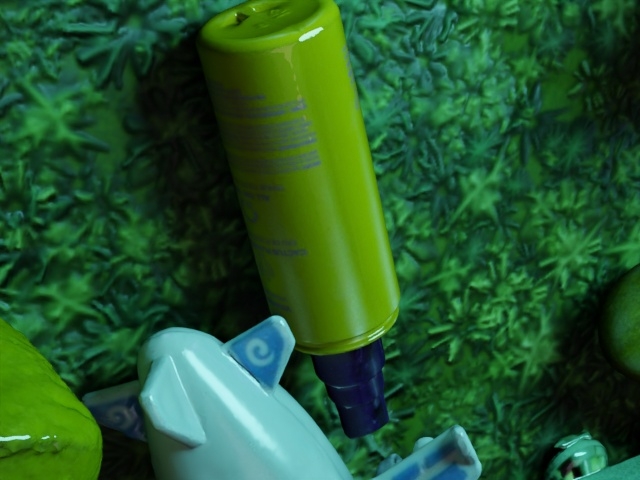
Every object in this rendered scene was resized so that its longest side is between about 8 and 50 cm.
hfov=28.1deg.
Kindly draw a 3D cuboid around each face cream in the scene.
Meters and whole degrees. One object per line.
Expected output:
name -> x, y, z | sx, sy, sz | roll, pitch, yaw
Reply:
face cream -> 0.000, 0.000, 0.726 | 0.078, 0.078, 0.273 | -24, 120, -18

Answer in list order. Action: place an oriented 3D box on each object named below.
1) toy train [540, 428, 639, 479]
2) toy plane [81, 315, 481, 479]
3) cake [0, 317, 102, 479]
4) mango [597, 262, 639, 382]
toy train -> 0.259, 0.206, 0.953 | 0.253, 0.105, 0.157 | -18, 133, -21
toy plane -> -0.032, 0.165, 0.735 | 0.267, 0.122, 0.267 | 1, 112, 3
cake -> -0.238, 0.133, 0.605 | 0.260, 0.156, 0.179 | 4, 118, -40
mango -> 0.311, 0.067, 0.895 | 0.267, 0.111, 0.133 | 4, 69, -30
